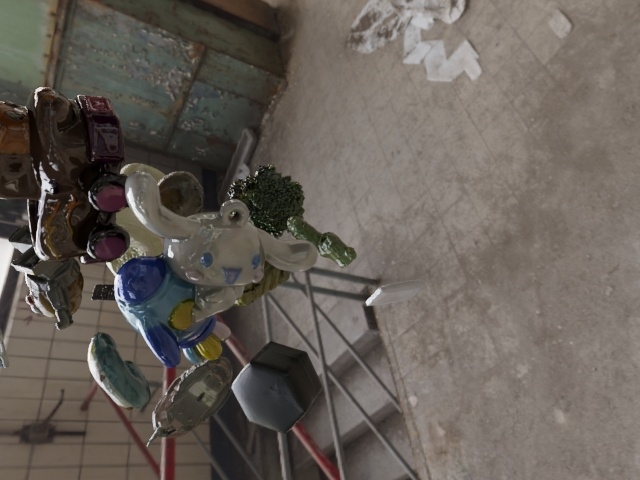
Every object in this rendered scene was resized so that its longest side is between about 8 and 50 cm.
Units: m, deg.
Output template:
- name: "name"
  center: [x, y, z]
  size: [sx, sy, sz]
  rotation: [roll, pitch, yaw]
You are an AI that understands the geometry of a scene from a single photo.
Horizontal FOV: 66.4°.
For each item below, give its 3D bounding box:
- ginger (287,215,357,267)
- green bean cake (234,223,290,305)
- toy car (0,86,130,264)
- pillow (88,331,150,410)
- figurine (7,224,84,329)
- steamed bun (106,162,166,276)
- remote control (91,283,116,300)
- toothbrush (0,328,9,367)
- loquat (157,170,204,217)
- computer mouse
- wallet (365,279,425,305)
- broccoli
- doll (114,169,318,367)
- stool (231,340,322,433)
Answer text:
- name: "ginger"
  center: [0.005, 0.002, 1.792]
  size: [0.289, 0.137, 0.089]
  rotation: [30, 79, 18]
- name: "green bean cake"
  center: [-0.304, 0.108, 1.967]
  size: [0.310, 0.284, 0.202]
  rotation: [41, 140, 29]
- name: "toy car"
  center: [-0.488, -0.107, 0.890]
  size: [0.271, 0.240, 0.341]
  rotation: [52, 135, 39]
- name: "pillow"
  center: [-0.549, 0.361, 1.346]
  size: [0.086, 0.233, 0.214]
  rotation: [-35, 26, -7]
- name: "figurine"
  center: [-0.811, 0.117, 1.476]
  size: [0.343, 0.166, 0.285]
  rotation: [-103, 10, -47]
- name: "steamed bun"
  center: [-0.649, -0.048, 1.907]
  size: [0.371, 0.289, 0.456]
  rotation: [-84, -20, -54]
- name: "remote control"
  center: [-0.687, 0.184, 1.706]
  size: [0.244, 0.025, 0.063]
  rotation: [1, 71, 16]
- name: "toothbrush"
  center: [-0.850, 0.199, 1.268]
  size: [0.030, 0.030, 0.304]
  rotation: [-141, 49, -59]
- name: "loquat"
  center: [-0.470, -0.117, 1.565]
  size: [0.228, 0.179, 0.179]
  rotation: [-54, 32, 5]
- name: "computer mouse"
  center: [-0.473, 0.571, 1.754]
  size: [0.389, 0.200, 0.114]
  rotation: [-47, 30, -17]
- name: "wallet"
  center: [0.245, 0.170, 1.600]
  size: [0.124, 0.182, 0.032]
  rotation: [-59, 45, 49]
- name: "broccoli"
  center: [-0.241, -0.159, 2.152]
  size: [0.324, 0.334, 0.272]
  rotation: [-53, 23, -18]
- name: "doll"
  center: [-0.228, 0.085, 0.884]
  size: [0.366, 0.375, 0.187]
  rotation: [-54, 24, 17]
- name: "stool"
  center: [-0.121, 0.409, 1.375]
  size: [0.232, 0.232, 0.141]
  rotation: [-59, -9, 29]
